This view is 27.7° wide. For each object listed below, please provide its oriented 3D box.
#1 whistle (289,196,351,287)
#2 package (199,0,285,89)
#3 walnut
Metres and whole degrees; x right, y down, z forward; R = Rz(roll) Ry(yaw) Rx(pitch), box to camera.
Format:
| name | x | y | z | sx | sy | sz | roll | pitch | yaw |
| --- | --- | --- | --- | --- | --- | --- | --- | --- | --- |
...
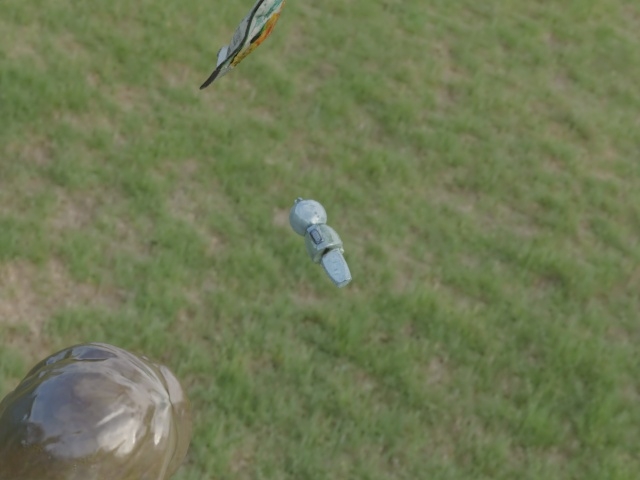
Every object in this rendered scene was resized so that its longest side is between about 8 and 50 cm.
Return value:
| name | x | y | z | sx | sy | sz | roll | pitch | yaw |
| --- | --- | --- | --- | --- | --- | --- | --- | --- | --- |
| whistle | 0.000 | 0.000 | 1.161 | 0.035 | 0.035 | 0.100 | -5 | 52 | -37 |
| package | -0.062 | -0.281 | 1.558 | 0.040 | 0.232 | 0.166 | 39 | 39 | -4 |
| walnut | -0.174 | 0.149 | 0.969 | 0.140 | 0.162 | 0.140 | 43 | 37 | -44 |
